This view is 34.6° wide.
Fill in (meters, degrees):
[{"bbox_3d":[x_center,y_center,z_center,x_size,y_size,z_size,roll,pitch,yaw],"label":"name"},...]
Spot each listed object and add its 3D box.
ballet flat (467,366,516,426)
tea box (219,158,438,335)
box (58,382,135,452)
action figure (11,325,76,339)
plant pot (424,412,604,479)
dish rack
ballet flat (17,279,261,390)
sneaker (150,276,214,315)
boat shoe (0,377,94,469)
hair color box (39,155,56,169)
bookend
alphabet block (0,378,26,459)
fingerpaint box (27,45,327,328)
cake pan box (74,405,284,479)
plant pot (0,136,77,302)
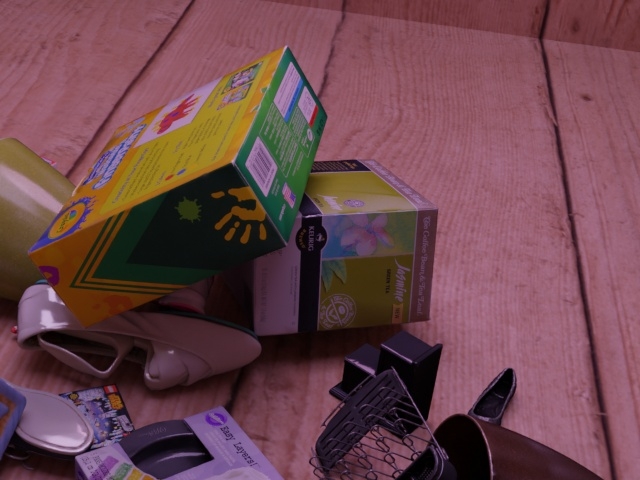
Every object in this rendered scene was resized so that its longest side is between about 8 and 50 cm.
[{"bbox_3d":[0.279,0.267,1.687,0.057,0.049,0.173,17,33,18],"label":"ballet flat"},{"bbox_3d":[0.000,0.000,1.844,0.324,0.220,0.329,-4,20,-16],"label":"tea box"},{"bbox_3d":[-0.342,0.278,1.575,0.094,0.027,0.137,-8,35,-24],"label":"box"},{"bbox_3d":[-0.466,0.161,1.731,0.115,0.038,0.030,10,54,3],"label":"action figure"},{"bbox_3d":[0.280,0.364,1.419,0.230,0.215,0.215,13,29,-19],"label":"plant pot"},{"bbox_3d":[0.071,0.307,1.458,0.074,0.208,0.271,36,15,-34],"label":"dish rack"},{"bbox_3d":[-0.301,0.175,1.666,0.400,0.139,0.139,14,32,-2],"label":"ballet flat"},{"bbox_3d":[-0.234,0.069,1.778,0.103,0.111,0.252,21,-7,-19],"label":"sneaker"},{"bbox_3d":[-0.443,0.274,1.516,0.255,0.079,0.095,15,35,17],"label":"boat shoe"},{"bbox_3d":[-0.606,-0.096,2.063,0.053,0.093,0.167,23,35,24],"label":"hair color box"},{"bbox_3d":[0.103,0.208,1.649,0.156,0.157,0.072,29,38,31],"label":"bookend"},{"bbox_3d":[-0.549,0.244,1.381,0.197,0.193,0.192,15,66,14],"label":"alphabet block"},{"bbox_3d":[-0.207,-0.095,1.656,0.371,0.163,0.444,-22,25,20],"label":"fingerpaint box"},{"bbox_3d":[-0.184,0.360,1.439,0.246,0.070,0.267,-13,36,-31],"label":"cake pan box"},{"bbox_3d":[-0.481,0.010,1.800,0.294,0.274,0.275,30,35,5],"label":"plant pot"}]
